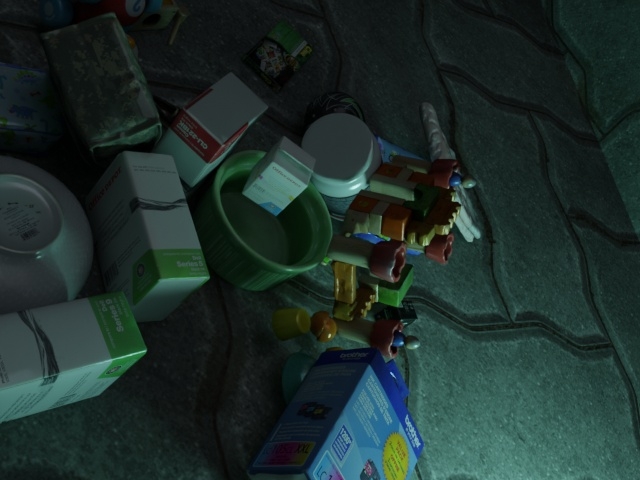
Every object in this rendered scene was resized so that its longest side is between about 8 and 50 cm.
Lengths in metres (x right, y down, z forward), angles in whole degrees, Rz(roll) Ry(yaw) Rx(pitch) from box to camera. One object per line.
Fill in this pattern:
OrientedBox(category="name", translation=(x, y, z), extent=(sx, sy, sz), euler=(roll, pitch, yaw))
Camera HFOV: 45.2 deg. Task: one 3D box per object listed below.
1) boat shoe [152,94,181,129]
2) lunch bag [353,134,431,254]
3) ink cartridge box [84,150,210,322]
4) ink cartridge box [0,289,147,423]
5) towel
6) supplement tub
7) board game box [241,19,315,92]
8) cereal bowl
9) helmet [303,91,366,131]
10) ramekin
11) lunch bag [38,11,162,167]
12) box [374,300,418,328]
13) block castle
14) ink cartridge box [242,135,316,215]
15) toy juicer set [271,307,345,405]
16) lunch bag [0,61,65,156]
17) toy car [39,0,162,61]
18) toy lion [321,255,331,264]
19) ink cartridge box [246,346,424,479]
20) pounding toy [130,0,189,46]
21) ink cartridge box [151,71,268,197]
OrientedBox(category="boat shoe", translation=(-0.343, -0.288, 1.785), extent=(0.152, 0.049, 0.056), euler=(24, 47, -28))
OrientedBox(category="lunch bag", translation=(0.187, -0.101, 2.080), extent=(0.220, 0.138, 0.293), euler=(20, 59, -34))
OrientedBox(category="ink cartridge box", translation=(-0.338, -0.005, 1.471), extent=(0.114, 0.198, 0.273), euler=(0, 62, -42))
OrientedBox(category="ink cartridge box", translation=(-0.457, 0.195, 1.211), extent=(0.289, 0.211, 0.122), euler=(-10, 69, -45))
OrientedBox(category="towel", translation=(0.378, -0.194, 2.248), extent=(0.317, 0.053, 0.332), euler=(45, 29, -57))
OrientedBox(category="supplement tub", translation=(0.059, -0.173, 1.869), extent=(0.272, 0.191, 0.191), euler=(62, 7, -70))
OrientedBox(category="board game box", translation=(-0.114, -0.525, 2.179), extent=(0.136, 0.030, 0.260), euler=(41, 42, -8))
OrientedBox(category="cereal bowl", translation=(-0.549, -0.016, 1.338), extent=(0.338, 0.141, 0.339), euler=(24, 47, -28))
OrientedBox(category="helmet", translation=(0.038, -0.320, 2.065), extent=(0.162, 0.169, 0.169), euler=(58, 39, -16))
OrientedBox(category="ramekin", translation=(-0.137, -0.035, 1.711), extent=(0.303, 0.148, 0.304), euler=(23, 48, -28))
OrientedBox(category="lunch bag", translation=(-0.425, -0.275, 1.511), extent=(0.168, 0.287, 0.235), euler=(-23, 89, -13))
OrientedBox(category="box", translation=(0.184, 0.188, 1.884), extent=(0.062, 0.083, 0.052), euler=(3, 58, -40))
OrientedBox(category="block castle", translation=(0.200, 0.018, 1.763), extent=(0.212, 0.303, 0.453), euler=(14, 38, 22))
OrientedBox(category="ink cartridge box", translation=(-0.081, -0.139, 1.612), extent=(0.092, 0.143, 0.090), euler=(35, 44, -18))
OrientedBox(category="toy juicer set", translation=(-0.015, 0.303, 1.638), extent=(0.209, 0.089, 0.329), euler=(5, 75, -59))
OrientedBox(category="lunch bag", translation=(-0.615, -0.263, 1.494), extent=(0.218, 0.090, 0.176), euler=(2, 61, -41))
OrientedBox(category="toy car", translation=(-0.455, -0.451, 1.708), extent=(0.219, 0.210, 0.238), euler=(-17, 86, -59))
OrientedBox(category="toy lion", translation=(0.000, 0.000, 1.901), extent=(0.100, 0.034, 0.096), euler=(44, 34, -8))
OrientedBox(category="ink cartridge box", translation=(0.055, 0.396, 1.502), extent=(0.270, 0.151, 0.395), euler=(64, 36, -22))
OrientedBox(category="pounding toy", translation=(-0.402, -0.583, 1.914), extent=(0.206, 0.094, 0.181), euler=(-21, 76, -47))
OrientedBox(category="ink cartridge box", translation=(-0.259, -0.198, 1.630), extent=(0.114, 0.273, 0.197), euler=(42, 42, -4))
